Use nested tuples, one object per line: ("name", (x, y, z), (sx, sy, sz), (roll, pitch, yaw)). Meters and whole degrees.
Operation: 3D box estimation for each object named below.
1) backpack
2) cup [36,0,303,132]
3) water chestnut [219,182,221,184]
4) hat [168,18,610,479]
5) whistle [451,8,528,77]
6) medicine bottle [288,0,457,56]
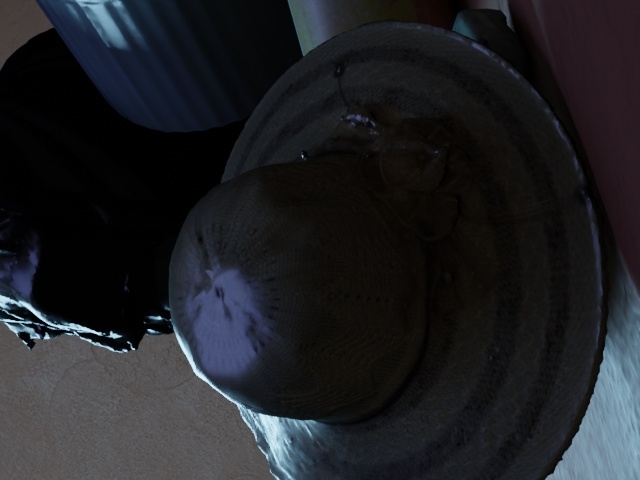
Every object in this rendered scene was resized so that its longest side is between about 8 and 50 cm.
("backpack", (-0.120, -0.028, 1.357), (0.363, 0.446, 0.255), (-78, 0, -50))
("cup", (-0.143, -0.299, 1.173), (0.311, 0.257, 0.331), (62, -165, -49))
("water chestnut", (0.000, 0.000, 1.102), (0.223, 0.224, 0.238), (-109, 11, -63))
("hat", (-0.007, 0.019, 0.618), (0.110, 0.252, 0.252), (1, -113, -46))
("whistle", (0.075, -0.006, 0.693), (0.123, 0.123, 0.223), (-108, 24, -57))
("medicine bottle", (-0.015, -0.287, 0.705), (0.108, 0.108, 0.426), (-109, 2, -64))
